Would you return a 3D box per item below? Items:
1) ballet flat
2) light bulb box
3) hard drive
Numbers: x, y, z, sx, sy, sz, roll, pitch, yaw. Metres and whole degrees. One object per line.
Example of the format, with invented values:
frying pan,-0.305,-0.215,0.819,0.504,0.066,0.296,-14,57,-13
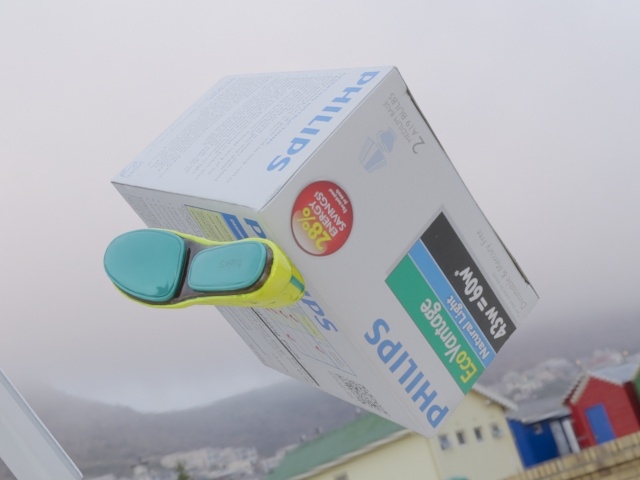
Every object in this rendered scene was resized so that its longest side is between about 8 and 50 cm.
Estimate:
ballet flat,-0.108,0.034,0.897,0.230,0.077,0.077,2,-19,41
light bulb box,0.000,0.000,1.142,0.225,0.358,0.361,-48,30,-20
hard drive,-0.506,0.222,1.435,0.047,0.353,0.233,-40,14,-30
